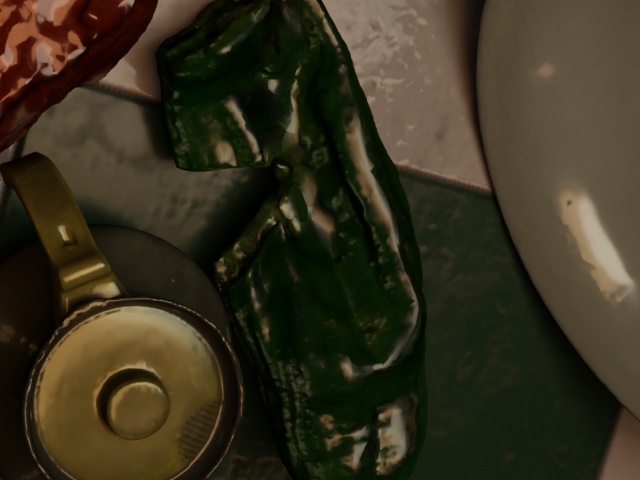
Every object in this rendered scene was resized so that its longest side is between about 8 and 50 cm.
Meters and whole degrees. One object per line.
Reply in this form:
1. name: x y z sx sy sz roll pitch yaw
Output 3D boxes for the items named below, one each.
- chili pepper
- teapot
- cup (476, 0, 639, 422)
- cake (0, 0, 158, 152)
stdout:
1. chili pepper: -0.001 0.001 0.827 0.099 0.083 0.253 -21 102 -25
2. teapot: -0.101 0.043 0.777 0.130 0.119 0.165 -22 107 -16
3. cup: 0.251 -0.047 0.805 0.163 0.347 0.347 -32 111 -33
4. cake: -0.191 -0.098 0.702 0.283 0.151 0.177 -40 95 -6
